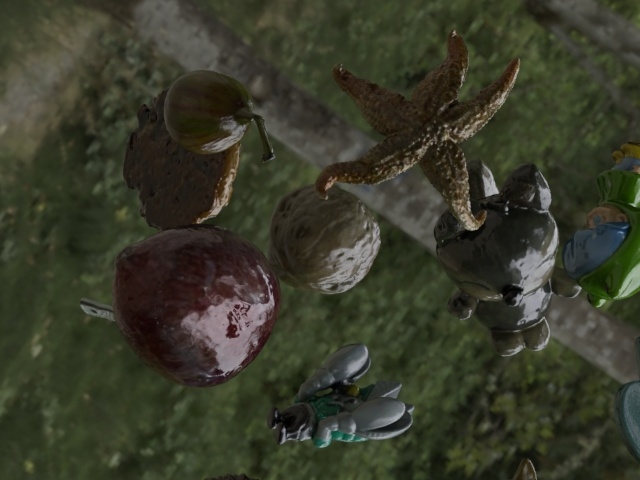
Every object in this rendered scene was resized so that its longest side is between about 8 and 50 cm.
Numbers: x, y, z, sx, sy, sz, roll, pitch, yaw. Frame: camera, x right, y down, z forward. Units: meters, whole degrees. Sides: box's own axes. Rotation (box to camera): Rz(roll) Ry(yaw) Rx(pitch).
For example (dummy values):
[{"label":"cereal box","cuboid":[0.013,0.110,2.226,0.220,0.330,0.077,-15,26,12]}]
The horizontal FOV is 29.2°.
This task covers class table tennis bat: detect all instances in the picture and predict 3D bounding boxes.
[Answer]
[{"label":"table tennis bat","cuboid":[0.478,0.235,1.755,0.040,0.153,0.244,-45,-153,40]}]

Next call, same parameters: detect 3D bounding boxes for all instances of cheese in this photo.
[{"label":"cheese","cuboid":[-0.400,0.161,2.551,0.049,0.235,0.127,-61,147,-26]}]

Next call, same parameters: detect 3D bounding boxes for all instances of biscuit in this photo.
[{"label":"biscuit","cuboid":[-0.258,-0.151,2.344,0.334,0.081,0.289,20,-81,48]}]

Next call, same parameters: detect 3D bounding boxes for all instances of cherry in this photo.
[{"label":"cherry","cuboid":[-0.177,0.087,1.731,0.230,0.300,0.203,-53,-131,3]}]

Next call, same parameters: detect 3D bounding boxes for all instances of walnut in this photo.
[{"label":"walnut","cuboid":[0.001,0.002,2.655,0.248,0.248,0.248,-55,-175,8]}]

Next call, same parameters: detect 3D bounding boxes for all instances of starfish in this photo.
[{"label":"starfish","cuboid":[0.158,-0.162,1.891,0.375,0.327,0.094,-22,171,-3]}]

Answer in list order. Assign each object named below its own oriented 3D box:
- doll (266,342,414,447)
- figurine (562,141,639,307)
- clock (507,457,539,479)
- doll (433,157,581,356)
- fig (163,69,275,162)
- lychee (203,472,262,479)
[{"label":"doll","cuboid":[0.052,0.293,2.122,0.258,0.195,0.153,-34,155,-42]},{"label":"figurine","cuboid":[0.477,-0.025,1.966,0.162,0.143,0.263,135,-29,-73]},{"label":"clock","cuboid":[0.405,0.626,2.481,0.348,0.286,0.117,-65,-161,-7]},{"label":"doll","cuboid":[0.306,-0.004,2.319,0.252,0.382,0.378,-26,-137,-11]},{"label":"fig","cuboid":[-0.170,-0.207,2.005,0.186,0.142,0.147,-1,-103,51]},{"label":"lychee","cuboid":[-0.151,0.515,2.017,0.264,0.264,0.300,-55,-174,9]}]
